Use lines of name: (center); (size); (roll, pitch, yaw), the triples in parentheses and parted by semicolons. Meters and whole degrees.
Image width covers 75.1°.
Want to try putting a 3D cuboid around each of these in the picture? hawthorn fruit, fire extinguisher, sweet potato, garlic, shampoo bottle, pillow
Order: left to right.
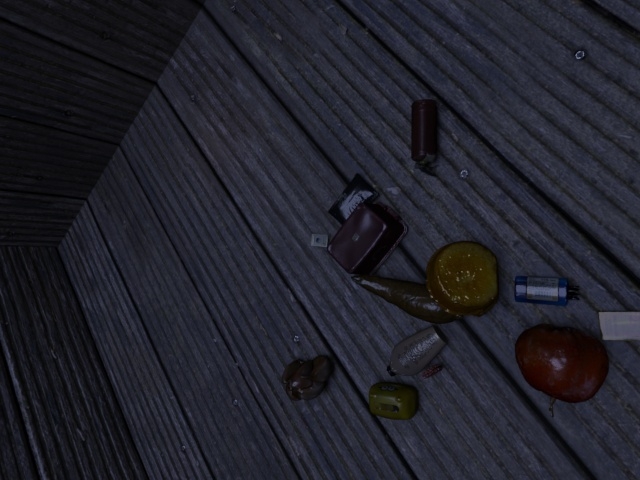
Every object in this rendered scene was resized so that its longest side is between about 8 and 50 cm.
garlic: (-0.049, 0.585, 1.745); (0.213, 0.191, 0.160); (-10, 107, 21)
pillow: (0.131, -0.158, 1.715); (0.141, 0.055, 0.208); (47, 110, 25)
sweet potato: (0.316, 0.203, 1.529); (0.422, 0.130, 0.131); (19, 98, 26)
shampoo bottle: (0.345, 0.419, 1.537); (0.257, 0.078, 0.127); (-44, 71, 21)
fire extinguisher: (0.389, -0.375, 1.541); (0.104, 0.104, 0.269); (-2, 87, 33)
shampoo bottle: (0.719, 0.160, 1.325); (0.182, 0.050, 0.087); (1, 86, 33)
hawthorn fruit: (0.702, 0.386, 1.229); (0.241, 0.241, 0.272); (1, 91, 33)

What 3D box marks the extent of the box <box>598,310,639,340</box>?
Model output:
box: (0.908, 0.249, 1.216); (0.156, 0.022, 0.089); (-9, 85, 32)

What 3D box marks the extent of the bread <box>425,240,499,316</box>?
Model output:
bread: (0.474, 0.123, 1.387); (0.268, 0.146, 0.269); (-1, 68, 4)

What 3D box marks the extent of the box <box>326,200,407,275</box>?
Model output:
box: (0.171, -0.006, 1.619); (0.193, 0.167, 0.294); (46, 111, 28)

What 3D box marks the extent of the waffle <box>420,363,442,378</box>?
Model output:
waffle: (0.400, 0.473, 1.501); (0.083, 0.075, 0.029); (-50, 58, 36)

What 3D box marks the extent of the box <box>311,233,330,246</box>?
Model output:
box: (0.000, 0.000, 1.812); (0.083, 0.024, 0.054); (5, 92, 32)

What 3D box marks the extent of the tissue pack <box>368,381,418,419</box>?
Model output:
tissue pack: (0.267, 0.599, 1.553); (0.178, 0.127, 0.123); (-4, 88, 33)
